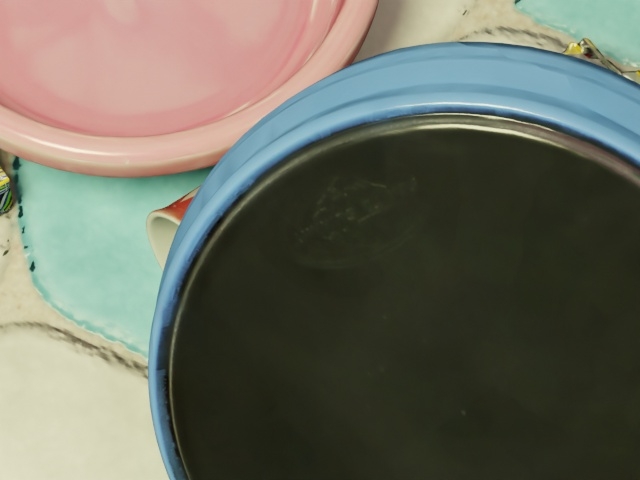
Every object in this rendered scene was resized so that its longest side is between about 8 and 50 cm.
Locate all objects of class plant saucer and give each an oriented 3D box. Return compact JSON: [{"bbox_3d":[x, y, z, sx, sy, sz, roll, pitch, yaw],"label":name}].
[{"bbox_3d":[-0.124,-0.182,1.287,0.332,0.084,0.332,1,65,-2],"label":"plant saucer"}]

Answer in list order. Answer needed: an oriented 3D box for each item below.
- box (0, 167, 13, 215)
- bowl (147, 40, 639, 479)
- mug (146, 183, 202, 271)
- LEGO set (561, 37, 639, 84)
[{"bbox_3d":[-0.282,-0.007,1.239,0.169,0.054,0.059,-34,77,-15],"label":"box"},{"bbox_3d":[0.087,0.086,1.102,0.391,0.077,0.391,5,110,13],"label":"bowl"},{"bbox_3d":[-0.007,-0.005,1.254,0.169,0.150,0.113,-38,42,-20],"label":"mug"},{"bbox_3d":[0.289,-0.031,1.201,0.255,0.331,0.192,32,107,-15],"label":"LEGO set"}]
